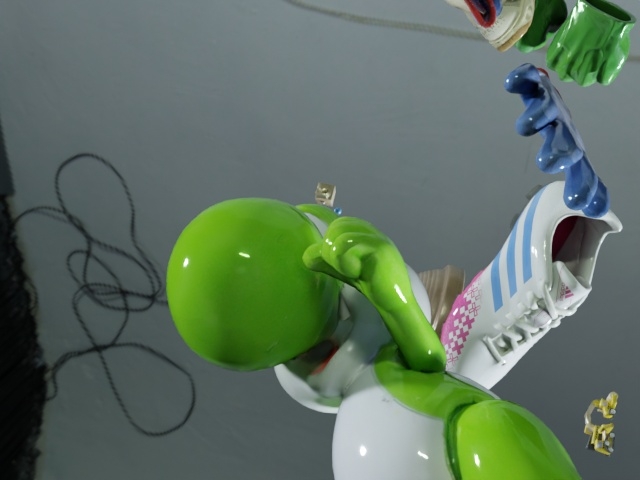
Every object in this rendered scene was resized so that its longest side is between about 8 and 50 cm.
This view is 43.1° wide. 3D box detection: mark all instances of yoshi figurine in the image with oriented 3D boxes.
[{"bbox_3d":[0.014,0.094,0.468,0.204,0.362,0.203,-29,135,-7],"label":"yoshi figurine"}]

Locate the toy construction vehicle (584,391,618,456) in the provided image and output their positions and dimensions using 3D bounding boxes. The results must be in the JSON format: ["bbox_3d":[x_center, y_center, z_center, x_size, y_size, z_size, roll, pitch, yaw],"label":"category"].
[{"bbox_3d":[0.429,0.285,1.249,0.035,0.098,0.086,11,156,10],"label":"toy construction vehicle"}]

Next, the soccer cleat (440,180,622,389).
[{"bbox_3d":[0.263,0.078,1.048,0.116,0.143,0.331,21,102,-26],"label":"soccer cleat"}]

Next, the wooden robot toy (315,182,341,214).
[{"bbox_3d":[0.000,0.000,1.301,0.076,0.173,0.079,-4,161,3],"label":"wooden robot toy"}]

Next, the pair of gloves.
[{"bbox_3d":[0.098,-0.106,0.436,0.023,0.159,0.198,-30,104,21],"label":"pair of gloves"}]

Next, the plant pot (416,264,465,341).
[{"bbox_3d":[0.166,0.146,1.433,0.110,0.237,0.237,17,125,3],"label":"plant pot"}]

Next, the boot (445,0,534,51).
[{"bbox_3d":[0.225,-0.422,1.225,0.204,0.261,0.095,31,137,-19],"label":"boot"}]

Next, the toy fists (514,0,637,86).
[{"bbox_3d":[0.418,-0.377,1.424,0.279,0.096,0.142,41,133,27],"label":"toy fists"}]
